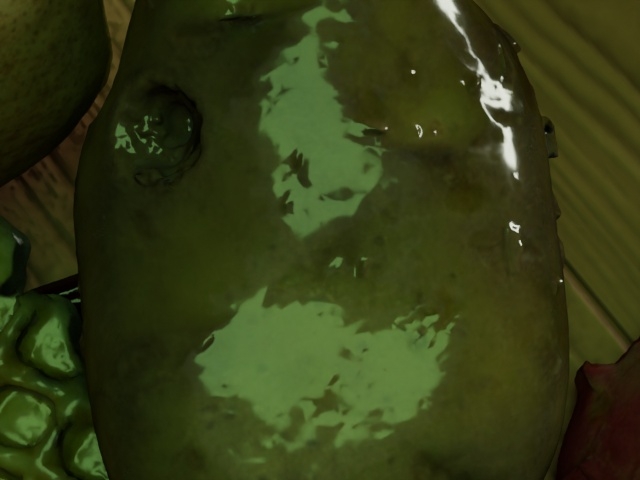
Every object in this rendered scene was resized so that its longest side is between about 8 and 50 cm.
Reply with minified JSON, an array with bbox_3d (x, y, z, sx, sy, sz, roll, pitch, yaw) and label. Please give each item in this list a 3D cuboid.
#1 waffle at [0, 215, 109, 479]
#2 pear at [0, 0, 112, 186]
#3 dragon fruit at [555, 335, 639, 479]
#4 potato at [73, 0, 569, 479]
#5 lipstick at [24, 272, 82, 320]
[{"bbox_3d":[-0.178,0.106,0.665,0.223,0.054,0.204,-18,72,-14],"label":"waffle"},{"bbox_3d":[-0.203,-0.110,0.669,0.211,0.188,0.228,-17,60,-41],"label":"pear"},{"bbox_3d":[0.179,0.119,0.654,0.161,0.126,0.274,-10,72,-6],"label":"dragon fruit"},{"bbox_3d":[0.000,0.000,0.661,0.192,0.141,0.296,-4,91,-6],"label":"potato"},{"bbox_3d":[-0.046,0.004,0.736,0.177,0.027,0.027,-21,74,-7],"label":"lipstick"}]
